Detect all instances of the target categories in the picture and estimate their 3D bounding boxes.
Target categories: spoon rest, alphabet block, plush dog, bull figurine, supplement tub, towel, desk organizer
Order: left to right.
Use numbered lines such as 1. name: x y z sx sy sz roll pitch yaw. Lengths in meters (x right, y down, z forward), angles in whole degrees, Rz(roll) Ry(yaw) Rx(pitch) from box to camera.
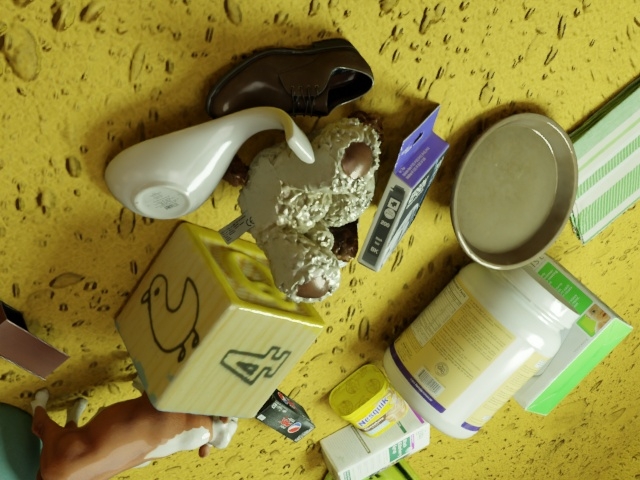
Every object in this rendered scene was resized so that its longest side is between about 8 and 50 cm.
1. desk organizer: -0.408 0.137 1.009 0.050 0.047 0.130 -40 140 -2
2. bull figurine: -0.281 0.274 1.119 0.310 0.188 0.101 -17 136 -23
3. spoon rest: -0.141 -0.098 0.920 0.276 0.084 0.137 -16 146 21
4. alphabet block: -0.148 0.120 1.075 0.193 0.192 0.197 18 114 -47
5. plush dog: -0.003 -0.072 1.034 0.225 0.211 0.262 -15 128 -52
6. supplement tub: 0.309 0.193 1.438 0.331 0.241 0.241 -49 139 12
7. towel: 0.583 -0.153 1.475 0.248 0.038 0.325 -39 138 -1

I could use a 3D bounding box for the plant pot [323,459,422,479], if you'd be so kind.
1. plant pot: 0.136 0.643 1.751 0.207 0.228 0.227 -9 132 -40

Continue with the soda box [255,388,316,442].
1. soda box: -0.078 0.330 1.420 0.053 0.060 0.169 -40 139 1

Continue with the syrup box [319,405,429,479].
1. syrup box: 0.125 0.453 1.656 0.237 0.096 0.093 -23 137 -15

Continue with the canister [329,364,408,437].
1. canister: 0.107 0.343 1.559 0.126 0.073 0.170 -39 141 1

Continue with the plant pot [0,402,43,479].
1. plant pot: -0.522 0.403 1.058 0.290 0.195 0.290 -21 137 -20

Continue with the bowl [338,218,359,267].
1. bowl: 0.000 0.000 1.176 0.142 0.053 0.142 -12 132 -28

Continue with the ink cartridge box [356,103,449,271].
1. ink cartridge box: 0.136 -0.083 1.119 0.206 0.045 0.208 -47 160 -56

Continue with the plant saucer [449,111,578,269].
1. plant saucer: 0.333 -0.085 1.283 0.278 0.041 0.277 -9 110 -25

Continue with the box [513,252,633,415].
1. box: 0.468 0.192 1.559 0.262 0.231 0.127 -49 141 13

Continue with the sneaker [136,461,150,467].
1. sneaker: -0.347 0.362 1.251 0.152 0.058 0.084 -6 136 -38

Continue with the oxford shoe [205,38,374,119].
1. oxford shoe: -0.034 -0.194 0.937 0.227 0.096 0.082 -21 139 -16
